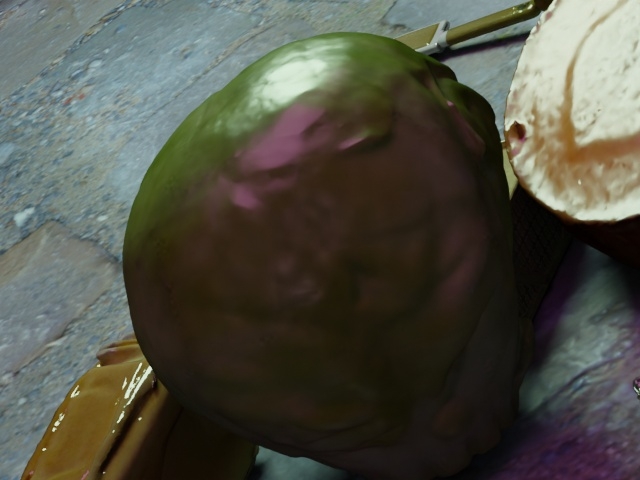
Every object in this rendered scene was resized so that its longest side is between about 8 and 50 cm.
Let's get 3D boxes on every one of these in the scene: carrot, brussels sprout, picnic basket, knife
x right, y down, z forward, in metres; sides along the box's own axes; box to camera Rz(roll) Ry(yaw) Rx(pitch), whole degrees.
[{"bbox_3d":[0.264,-0.122,1.433,0.258,0.100,0.307,-15,54,36],"label":"carrot"},{"bbox_3d":[0.002,0.017,1.353,0.274,0.316,0.242,-8,4,-2],"label":"brussels sprout"},{"bbox_3d":[0.122,-0.001,1.507,0.115,0.079,0.164,-12,32,37],"label":"picnic basket"},{"bbox_3d":[0.113,-0.196,1.911,0.256,0.022,0.046,-15,38,38],"label":"knife"}]

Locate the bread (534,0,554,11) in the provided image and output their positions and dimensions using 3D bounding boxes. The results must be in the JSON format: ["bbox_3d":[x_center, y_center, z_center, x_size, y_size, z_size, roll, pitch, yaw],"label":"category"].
[{"bbox_3d":[0.288,-0.289,1.697,0.252,0.238,0.196,-27,-11,20],"label":"bread"}]

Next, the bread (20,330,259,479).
[{"bbox_3d":[-0.140,0.181,1.410,0.107,0.136,0.241,-13,34,33],"label":"bread"}]

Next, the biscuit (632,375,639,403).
[{"bbox_3d":[0.278,0.129,1.160,0.147,0.046,0.250,-29,28,9],"label":"biscuit"}]
